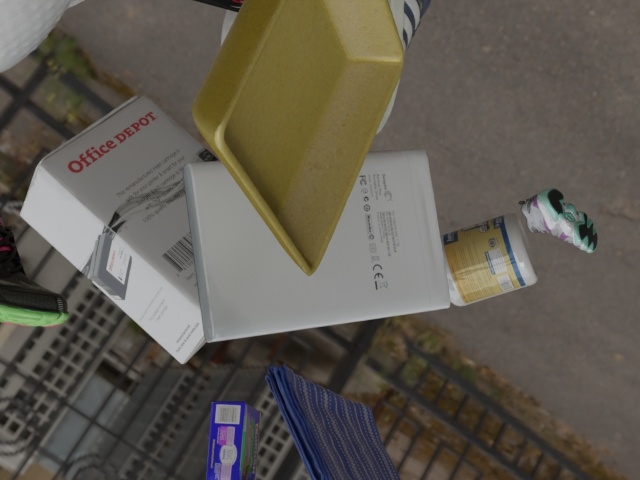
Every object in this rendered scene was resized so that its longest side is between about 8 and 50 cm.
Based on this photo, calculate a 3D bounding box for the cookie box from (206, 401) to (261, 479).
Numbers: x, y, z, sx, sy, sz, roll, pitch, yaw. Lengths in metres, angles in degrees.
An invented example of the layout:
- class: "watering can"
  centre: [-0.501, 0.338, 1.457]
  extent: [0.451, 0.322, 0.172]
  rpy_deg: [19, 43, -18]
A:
- class: "cookie box"
  centre: [-0.097, 0.232, 1.126]
  extent: [0.040, 0.092, 0.107]
  rpy_deg: [2, 165, 6]

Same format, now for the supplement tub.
- class: "supplement tub"
  centre: [0.301, 0.042, 1.918]
  extent: [0.200, 0.144, 0.144]
  rpy_deg: [-19, 138, 15]

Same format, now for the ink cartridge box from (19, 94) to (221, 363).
- class: "ink cartridge box"
  centre: [-0.277, -0.028, 1.761]
  extent: [0.395, 0.285, 0.166]
  rpy_deg: [42, 135, 2]

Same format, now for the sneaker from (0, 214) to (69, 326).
- class: "sneaker"
  centre: [-0.739, 0.035, 2.174]
  extent: [0.483, 0.202, 0.185]
  rpy_deg: [30, 179, 16]

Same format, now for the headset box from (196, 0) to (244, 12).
- class: "headset box"
  centre: [-0.118, -0.414, 1.084]
  extent: [0.218, 0.110, 0.293]
  rpy_deg: [8, 131, -29]

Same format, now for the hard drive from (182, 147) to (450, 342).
- class: "hard drive"
  centre: [0.000, 0.000, 1.366]
  extent: [0.353, 0.233, 0.047]
  rpy_deg: [-6, 174, -25]

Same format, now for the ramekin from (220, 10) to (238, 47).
- class: "ramekin"
  centre: [-0.087, -0.352, 1.917]
  extent: [0.135, 0.277, 0.277]
  rpy_deg: [2, 150, 16]

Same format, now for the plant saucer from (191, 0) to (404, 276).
- class: "plant saucer"
  centre: [-0.025, -0.174, 1.136]
  extent: [0.081, 0.333, 0.333]
  rpy_deg: [15, 159, 23]

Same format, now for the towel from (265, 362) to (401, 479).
- class: "towel"
  centre: [0.046, 0.340, 1.665]
  extent: [0.336, 0.040, 0.243]
  rpy_deg: [34, -157, -52]

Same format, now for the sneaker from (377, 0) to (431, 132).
- class: "sneaker"
  centre: [0.111, -0.338, 1.587]
  extent: [0.131, 0.148, 0.350]
  rpy_deg: [22, 115, 32]

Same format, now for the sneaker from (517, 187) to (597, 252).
- class: "sneaker"
  centre: [0.265, -0.018, 1.140]
  extent: [0.098, 0.038, 0.069]
  rpy_deg: [45, 147, -19]

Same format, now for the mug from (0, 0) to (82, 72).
- class: "mug"
  centre: [-0.398, -0.399, 1.301]
  extent: [0.276, 0.374, 0.328]
  rpy_deg: [40, 120, 21]
